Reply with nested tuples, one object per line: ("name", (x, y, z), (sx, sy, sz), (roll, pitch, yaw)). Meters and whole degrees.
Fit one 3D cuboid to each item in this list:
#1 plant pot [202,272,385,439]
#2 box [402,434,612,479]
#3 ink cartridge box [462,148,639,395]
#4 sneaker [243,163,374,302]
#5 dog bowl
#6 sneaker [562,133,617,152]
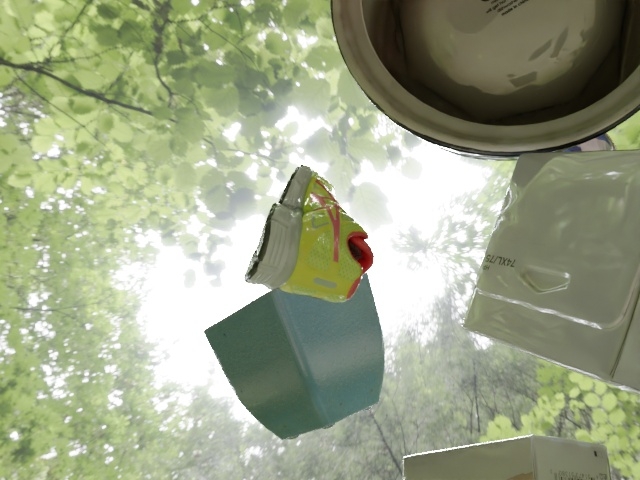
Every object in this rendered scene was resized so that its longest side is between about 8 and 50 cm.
("plant pot", (-0.024, 0.224, 1.221), (0.248, 0.247, 0.252), (-32, -105, 43))
("box", (0.266, 0.377, 0.975), (0.148, 0.311, 0.121), (13, -117, -22))
("ink cartridge box", (0.323, 0.050, 0.631), (0.270, 0.198, 0.197), (20, -92, -24))
("sneaker", (0.000, 0.000, 0.554), (0.094, 0.208, 0.081), (21, -67, -2))
("dog bowl", (0.226, -0.279, 0.797), (0.408, 0.150, 0.407), (-2, -99, 12))
("sneaker", (0.487, -0.089, 1.139), (0.131, 0.112, 0.296), (-38, -114, 27))
